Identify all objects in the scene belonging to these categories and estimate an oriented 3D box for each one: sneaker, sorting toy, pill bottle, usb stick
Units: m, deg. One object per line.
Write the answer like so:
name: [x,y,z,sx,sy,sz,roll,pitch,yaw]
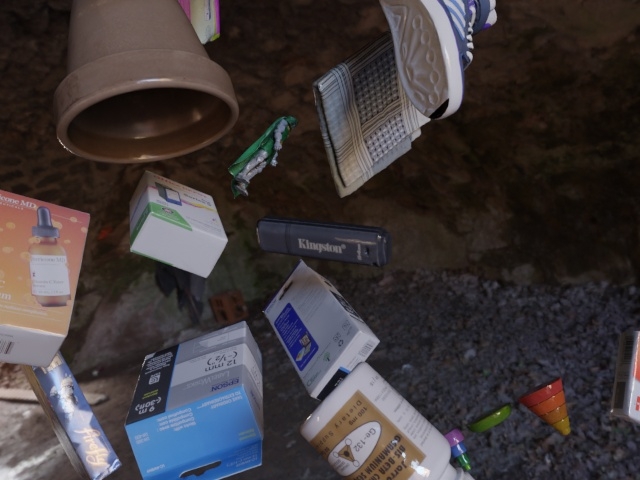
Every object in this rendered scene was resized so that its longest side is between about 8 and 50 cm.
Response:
sneaker: [0.247,-0.370,0.981,0.236,0.322,0.130,-9,-15,-28]
sorting toy: [0.475,0.481,1.398,0.366,0.126,0.127,-39,-20,26]
pill bottle: [0.095,0.283,0.728,0.131,0.229,0.131,-45,-12,-13]
usb stick: [0.000,0.000,1.045,0.278,0.077,0.045,7,17,28]

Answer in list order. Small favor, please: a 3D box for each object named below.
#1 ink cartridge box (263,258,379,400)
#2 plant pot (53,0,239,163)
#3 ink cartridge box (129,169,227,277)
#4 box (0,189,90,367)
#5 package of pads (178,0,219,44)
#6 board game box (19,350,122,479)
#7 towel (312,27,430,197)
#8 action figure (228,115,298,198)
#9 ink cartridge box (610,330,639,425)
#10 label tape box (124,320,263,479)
ink cartridge box: [-0.011,0.181,1.189,0.165,0.065,0.332,-54,32,8]
plant pot: [-0.279,-0.269,0.839,0.263,0.229,0.263,-16,-10,-3]
ink cartridge box: [-0.284,-0.037,1.085,0.093,0.154,0.212,-59,29,14]
box: [-0.351,0.041,0.631,0.130,0.170,0.091,17,-42,-29]
package of pads: [-0.353,-0.525,1.122,0.297,0.229,0.101,14,37,11]
board game box: [-0.380,0.232,0.810,0.042,0.243,0.165,-28,-1,-34]
towel: [0.131,-0.292,1.266,0.312,0.324,0.056,-41,50,-23]
action figure: [-0.120,-0.205,1.255,0.232,0.064,0.137,-57,-3,-27]
ink cartridge box: [0.578,0.250,0.929,0.179,0.145,0.045,22,-19,-10]
label tape box: [-0.252,0.333,1.134,0.249,0.115,0.347,-19,22,2]
